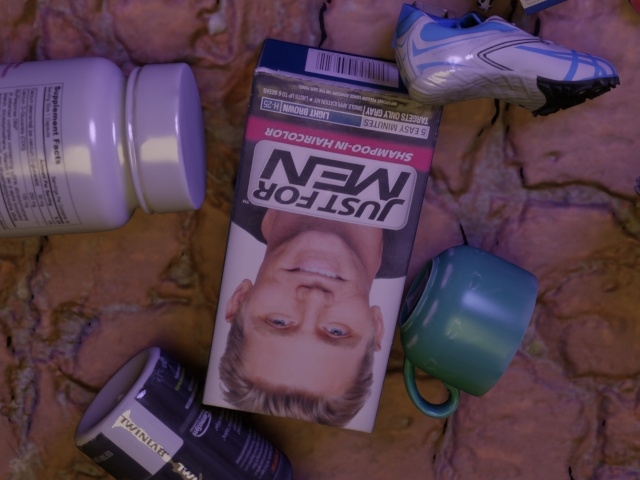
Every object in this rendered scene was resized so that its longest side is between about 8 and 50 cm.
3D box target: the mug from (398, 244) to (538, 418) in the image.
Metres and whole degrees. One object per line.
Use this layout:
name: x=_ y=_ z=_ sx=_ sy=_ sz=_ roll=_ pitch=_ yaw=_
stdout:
mug: x=0.128 y=0.082 z=1.331 sx=0.097 sy=0.129 sz=0.157 roll=26 pitch=72 yaw=-6

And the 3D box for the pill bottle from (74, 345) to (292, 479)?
pill bottle: x=-0.118 y=0.230 z=1.420 sx=0.246 sy=0.130 sz=0.130 roll=42 pitch=109 yaw=-14

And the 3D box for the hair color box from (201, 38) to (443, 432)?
hair color box: x=0.000 y=0.000 z=1.326 sx=0.174 sy=0.105 sz=0.347 roll=10 pitch=115 yaw=-1

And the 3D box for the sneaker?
sneaker: x=0.169 y=-0.158 z=1.225 sx=0.237 sy=0.086 sz=0.085 roll=1 pitch=162 yaw=-34

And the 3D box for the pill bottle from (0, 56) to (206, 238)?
pill bottle: x=-0.254 y=-0.083 z=1.273 sx=0.283 sy=0.160 sz=0.160 roll=-4 pitch=113 yaw=5

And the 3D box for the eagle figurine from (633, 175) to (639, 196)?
eagle figurine: x=0.458 y=-0.018 z=1.251 sx=0.225 sy=0.226 sz=0.298 roll=-31 pitch=115 yaw=37

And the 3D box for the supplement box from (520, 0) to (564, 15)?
supplement box: x=0.193 y=-0.253 z=1.208 sx=0.056 sy=0.083 sz=0.083 roll=-19 pitch=112 yaw=28

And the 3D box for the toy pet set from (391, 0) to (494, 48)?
toy pet set: x=0.098 y=-0.220 z=1.244 sx=0.122 sy=0.065 sz=0.114 roll=15 pitch=114 yaw=-3

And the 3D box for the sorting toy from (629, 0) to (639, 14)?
sorting toy: x=0.276 y=-0.331 z=1.197 sx=0.132 sy=0.046 sz=0.274 roll=-28 pitch=109 yaw=14
